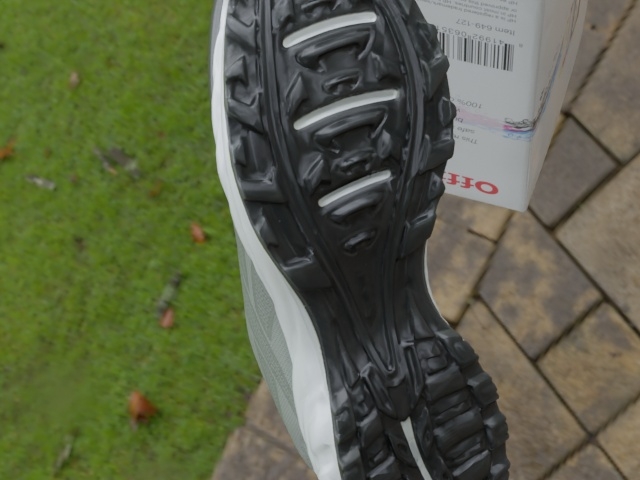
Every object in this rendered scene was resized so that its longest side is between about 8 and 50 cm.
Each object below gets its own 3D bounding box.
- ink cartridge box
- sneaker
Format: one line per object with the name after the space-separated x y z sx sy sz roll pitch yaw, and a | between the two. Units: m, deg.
0.074 -0.162 0.815 0.171 0.233 0.168 16 61 14 | ink cartridge box
0.000 0.000 0.552 0.108 0.100 0.271 23 128 59 | sneaker
